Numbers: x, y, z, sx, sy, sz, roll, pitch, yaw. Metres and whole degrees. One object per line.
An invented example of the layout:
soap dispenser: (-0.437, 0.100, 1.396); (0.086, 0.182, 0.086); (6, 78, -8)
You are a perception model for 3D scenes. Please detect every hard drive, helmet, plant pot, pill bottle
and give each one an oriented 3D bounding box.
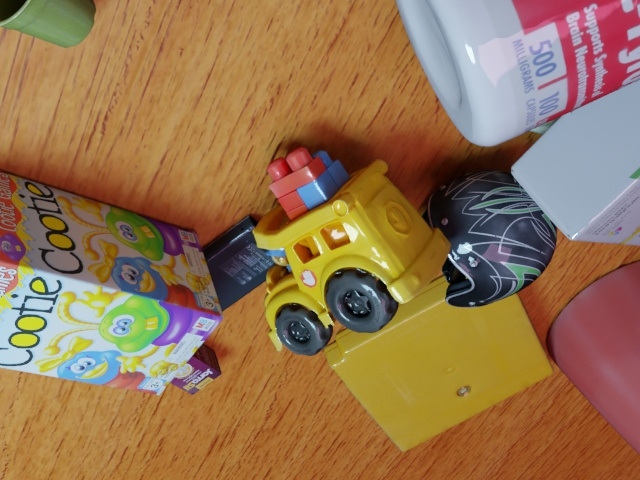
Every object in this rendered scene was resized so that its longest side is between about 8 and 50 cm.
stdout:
hard drive: (-0.111, 0.036, 1.124); (0.135, 0.022, 0.094); (-36, 137, 12)
helmet: (0.204, -0.007, 1.123); (0.169, 0.169, 0.161); (-9, 152, -17)
plant pot: (-0.237, -0.204, 0.788); (0.083, 0.083, 0.079); (-40, 148, 17)
plant pot: (0.531, 0.201, 1.425); (0.274, 0.243, 0.275); (-13, 136, -13)
pill bottle: (0.283, -0.267, 0.840); (0.407, 0.229, 0.229); (-25, 138, 2)

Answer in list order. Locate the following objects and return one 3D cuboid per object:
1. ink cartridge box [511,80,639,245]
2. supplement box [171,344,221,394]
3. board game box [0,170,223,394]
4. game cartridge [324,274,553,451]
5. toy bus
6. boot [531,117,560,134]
ink cartridge box: (0.380, -0.101, 1.079); (0.201, 0.117, 0.278); (-48, 153, 25)
supplement box: (-0.178, 0.159, 1.204); (0.055, 0.043, 0.083); (-37, 137, 12)
board game box: (-0.267, 0.049, 0.976); (0.275, 0.142, 0.144); (19, 123, -38)
game cartridge: (0.186, 0.177, 1.392); (0.285, 0.053, 0.324); (-29, 136, 5)
toy bus: (0.000, 0.000, 1.041); (0.220, 0.149, 0.211); (-28, 104, 38)
boot: (0.243, -0.210, 1.000); (0.165, 0.077, 0.213); (6, 131, -26)
